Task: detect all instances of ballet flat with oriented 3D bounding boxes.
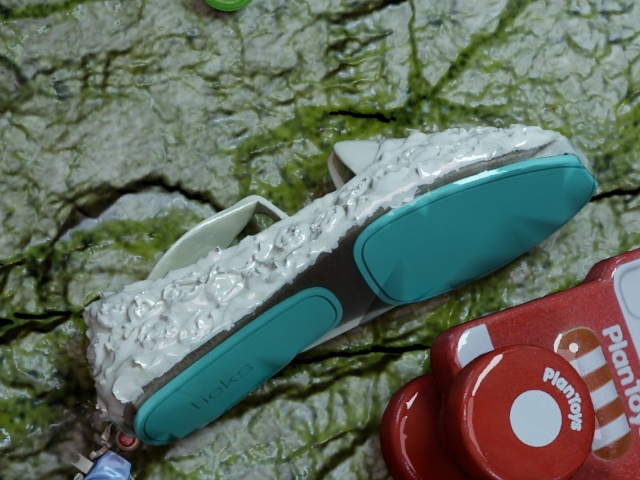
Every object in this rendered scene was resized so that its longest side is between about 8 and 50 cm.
[{"bbox_3d":[0.000,0.000,1.150,0.409,0.147,0.147,-29,83,-3],"label":"ballet flat"}]

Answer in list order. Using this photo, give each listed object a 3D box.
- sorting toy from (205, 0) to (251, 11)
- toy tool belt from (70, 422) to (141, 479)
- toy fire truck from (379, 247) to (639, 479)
[{"bbox_3d":[-0.086,-0.229,1.226,0.061,0.042,0.102,-44,96,11],"label":"sorting toy"},{"bbox_3d":[-0.162,0.176,1.163,0.052,0.051,0.083,30,84,4],"label":"toy tool belt"},{"bbox_3d":[0.205,0.173,1.116,0.254,0.169,0.302,-18,83,-20],"label":"toy fire truck"}]
